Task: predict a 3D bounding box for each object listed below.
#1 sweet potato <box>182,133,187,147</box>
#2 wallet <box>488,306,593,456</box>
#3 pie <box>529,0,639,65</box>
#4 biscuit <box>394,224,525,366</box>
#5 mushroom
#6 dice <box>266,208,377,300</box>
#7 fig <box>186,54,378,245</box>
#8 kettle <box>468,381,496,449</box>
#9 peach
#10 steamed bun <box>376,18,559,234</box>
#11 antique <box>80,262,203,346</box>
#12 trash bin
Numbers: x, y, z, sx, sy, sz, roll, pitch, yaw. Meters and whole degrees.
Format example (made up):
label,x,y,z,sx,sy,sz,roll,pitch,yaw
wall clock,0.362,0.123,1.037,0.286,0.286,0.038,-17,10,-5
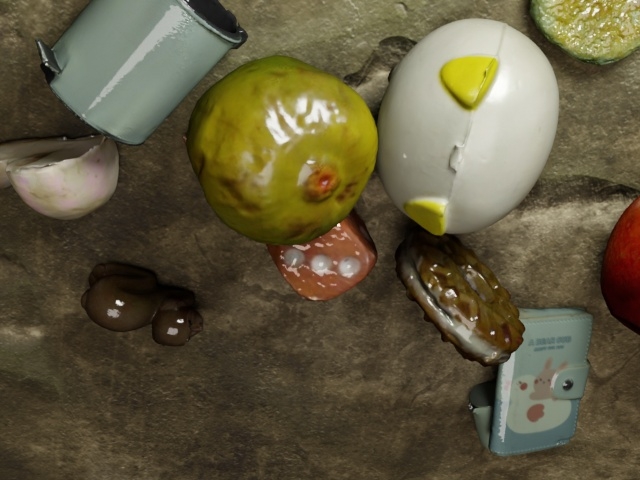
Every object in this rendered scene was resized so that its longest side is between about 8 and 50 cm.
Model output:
label,x,y,z,sx,sy,sz,roll,pitch,yaw
sweet potato,-0.233,-0.177,1.358,0.095,0.034,0.034,33,112,-19
wallet,0.521,0.325,1.631,0.252,0.083,0.360,-2,106,-20
pie,0.505,-0.453,1.239,0.277,0.078,0.277,0,116,0
biscuit,0.279,0.104,1.391,0.332,0.332,0.103,37,116,-22
mushroom,-0.506,-0.095,1.310,0.236,0.162,0.173,-7,118,2
dice,0.000,0.000,1.395,0.174,0.175,0.179,-30,113,13
fig,-0.076,-0.164,1.207,0.343,0.343,0.343,-2,119,-3
kettle,0.439,0.430,1.713,0.127,0.098,0.148,-15,116,11
peach,0.750,0.046,1.373,0.388,0.388,0.388,-2,119,-3
steamed bun,0.252,-0.195,1.215,0.334,0.334,0.374,5,117,-7
antique,-0.375,0.148,1.470,0.257,0.143,0.121,27,112,-20
trash bin,-0.299,-0.325,1.163,0.262,0.217,0.277,-42,147,18
